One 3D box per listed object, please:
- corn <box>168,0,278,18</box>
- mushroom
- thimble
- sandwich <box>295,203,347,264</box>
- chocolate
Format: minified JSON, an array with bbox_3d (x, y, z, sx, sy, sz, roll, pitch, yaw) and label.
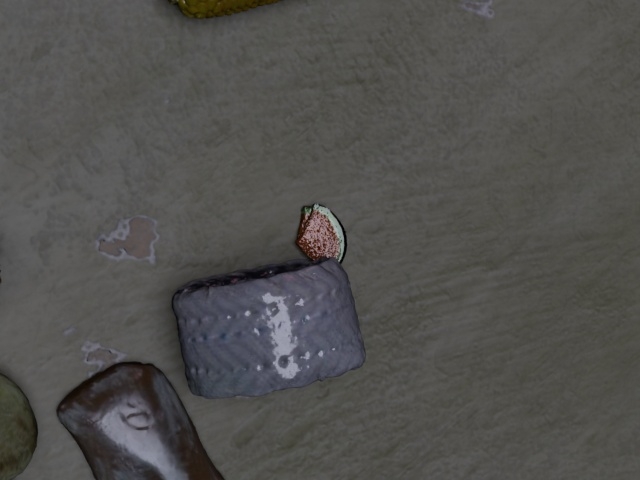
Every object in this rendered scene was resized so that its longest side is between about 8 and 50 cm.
[{"bbox_3d":[-0.047,-0.392,1.778,0.363,0.120,0.120,-22,98,-16],"label":"corn"},{"bbox_3d":[-0.491,0.268,1.654,0.267,0.164,0.189,-17,98,-15],"label":"mushroom"},{"bbox_3d":[-0.072,0.115,1.749,0.245,0.217,0.157,-11,92,1],"label":"thimble"},{"bbox_3d":[0.001,-0.004,1.857,0.069,0.026,0.101,-40,99,-7],"label":"sandwich"},{"bbox_3d":[-0.235,0.291,1.772,0.157,0.080,0.254,-30,100,-13],"label":"chocolate"}]
